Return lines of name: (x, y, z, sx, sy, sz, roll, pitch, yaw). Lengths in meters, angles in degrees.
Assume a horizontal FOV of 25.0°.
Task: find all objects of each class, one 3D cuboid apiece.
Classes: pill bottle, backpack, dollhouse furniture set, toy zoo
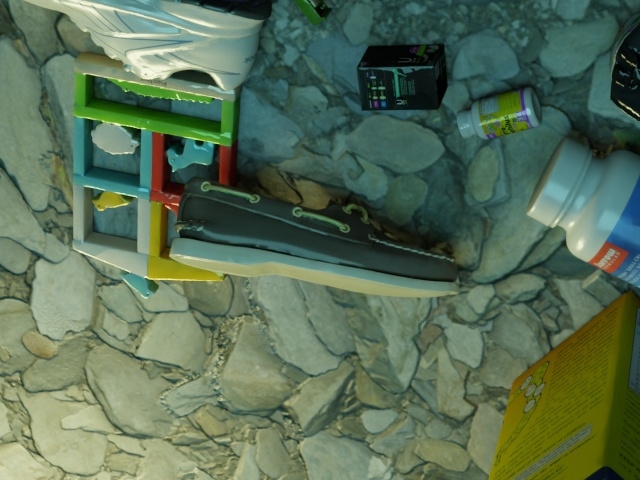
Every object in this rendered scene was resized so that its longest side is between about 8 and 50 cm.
pill bottle: (0.187, -0.131, 1.514, 0.083, 0.043, 0.043, -13, 113, 23)
backpack: (0.370, -0.155, 1.407, 0.182, 0.115, 0.152, 21, 110, 5)
dollhouse furniture set: (0.039, -0.282, 1.455, 0.151, 0.076, 0.058, -28, 108, 28)
pill bottle: (0.330, -0.018, 1.488, 0.221, 0.124, 0.124, 26, 122, 2)
toy zoo: (-0.193, -0.063, 1.670, 0.192, 0.030, 0.293, 11, 121, 10)

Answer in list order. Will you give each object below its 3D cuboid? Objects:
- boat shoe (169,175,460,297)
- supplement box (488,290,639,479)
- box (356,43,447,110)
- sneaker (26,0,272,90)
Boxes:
boat shoe: (0.000, 0.000, 1.599, 0.324, 0.116, 0.097, 9, 80, -2)
supplement box: (0.307, 0.252, 1.505, 0.194, 0.356, 0.195, 42, 121, -8)
box: (0.086, -0.171, 1.510, 0.083, 0.062, 0.052, 0, 119, 16)
sneaker: (-0.203, -0.235, 1.538, 0.297, 0.111, 0.129, 17, 127, 8)
